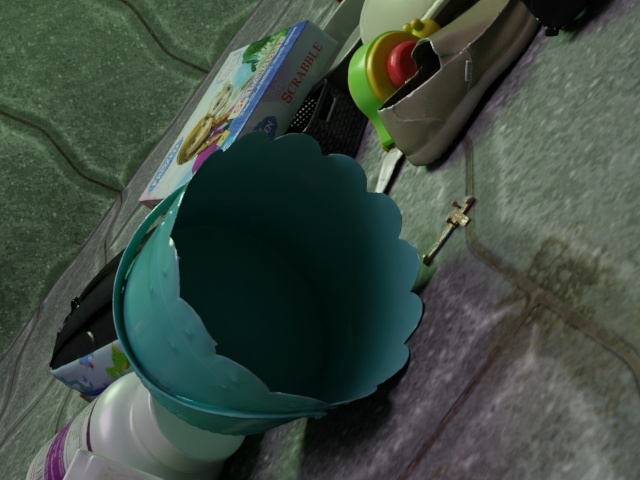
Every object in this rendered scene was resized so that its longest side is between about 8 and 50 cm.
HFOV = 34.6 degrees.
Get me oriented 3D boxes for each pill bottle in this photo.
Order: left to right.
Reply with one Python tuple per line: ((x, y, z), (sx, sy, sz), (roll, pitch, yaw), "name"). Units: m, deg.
((-0.215, 0.254, 1.208), (0.301, 0.169, 0.169), (-40, 24, 41), "pill bottle")

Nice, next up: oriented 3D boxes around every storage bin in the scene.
((-0.020, -0.139, 1.529), (0.180, 0.084, 0.122), (-37, 26, 45), "storage bin")

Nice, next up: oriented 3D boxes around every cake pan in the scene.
((0.061, -0.351, 1.742), (0.293, 0.054, 0.293), (-49, 19, 23), "cake pan")

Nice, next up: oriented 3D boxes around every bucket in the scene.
((-0.057, 0.053, 1.009), (0.183, 0.281, 0.281), (-41, 23, 49), "bucket")

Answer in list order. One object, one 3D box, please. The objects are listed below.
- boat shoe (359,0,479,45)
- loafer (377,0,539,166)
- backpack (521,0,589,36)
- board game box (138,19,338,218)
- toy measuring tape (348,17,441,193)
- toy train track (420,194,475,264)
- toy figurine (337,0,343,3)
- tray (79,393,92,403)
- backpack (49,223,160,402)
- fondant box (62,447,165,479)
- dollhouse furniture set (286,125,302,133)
((0.167, -0.352, 1.395), (0.324, 0.097, 0.116), (-38, 66, 53), "boat shoe")
((0.160, -0.213, 1.170), (0.268, 0.092, 0.102), (-57, 17, -4), "loafer")
((0.249, -0.322, 1.081), (0.115, 0.152, 0.182), (-31, 17, 42), "backpack")
((-0.140, -0.181, 1.633), (0.318, 0.066, 0.318), (-60, 23, -14), "board game box")
((0.067, -0.155, 1.279), (0.121, 0.121, 0.330), (-21, 39, 62), "toy measuring tape")
((0.125, -0.013, 1.037), (0.083, 0.014, 0.048), (-55, 17, 6), "toy train track")
((0.028, -0.571, 1.970), (0.148, 0.213, 0.209), (-44, 17, 8), "toy figurine")
((-0.255, 0.118, 1.714), (0.411, 0.076, 0.202), (-41, 23, 42), "tray")
((-0.207, 0.107, 1.369), (0.356, 0.273, 0.290), (-19, 37, 27), "backpack")
((-0.256, 0.387, 1.028), (0.330, 0.096, 0.238), (111, 180, -54), "fondant box")
((-0.093, -0.116, 1.775), (0.151, 0.123, 0.144), (-4, 45, 24), "dollhouse furniture set")
